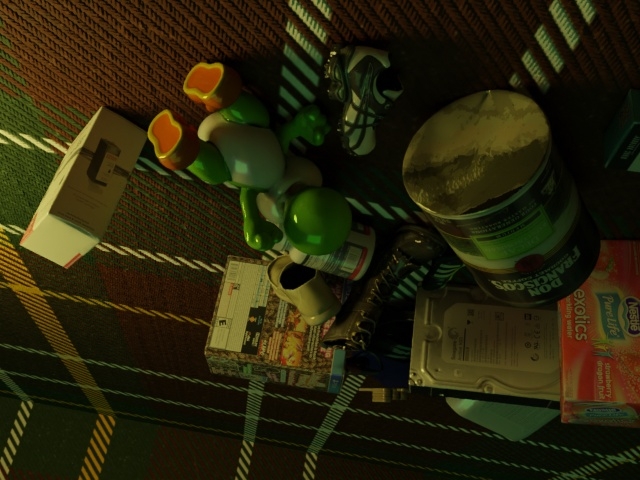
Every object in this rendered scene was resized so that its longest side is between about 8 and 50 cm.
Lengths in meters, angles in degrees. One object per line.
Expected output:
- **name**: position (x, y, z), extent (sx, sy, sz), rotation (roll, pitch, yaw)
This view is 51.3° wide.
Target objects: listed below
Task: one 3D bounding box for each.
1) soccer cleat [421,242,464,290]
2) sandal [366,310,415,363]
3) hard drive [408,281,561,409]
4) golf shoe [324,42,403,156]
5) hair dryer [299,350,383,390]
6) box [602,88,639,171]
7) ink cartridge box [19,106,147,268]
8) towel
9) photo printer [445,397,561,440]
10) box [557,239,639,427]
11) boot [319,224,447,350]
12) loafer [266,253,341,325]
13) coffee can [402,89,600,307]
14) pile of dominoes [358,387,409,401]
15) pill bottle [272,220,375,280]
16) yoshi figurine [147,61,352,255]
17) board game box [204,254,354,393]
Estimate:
- **soccer cleat**: position (0.239, 0.041, 1.287), extent (0.072, 0.060, 0.179), rotation (29, 141, -11)
- **sandal**: position (0.141, 0.235, 1.576), extent (0.446, 0.107, 0.167), rotation (-5, 160, 30)
- **hard drive**: position (0.357, 0.209, 1.357), extent (0.339, 0.236, 0.064), rotation (4, 150, 12)
- **golf shoe**: position (0.069, -0.183, 0.913), extent (0.094, 0.077, 0.198), rotation (1, 151, 15)
- **hair dryer**: position (0.009, 0.288, 1.604), extent (0.224, 0.080, 0.293), rotation (8, -167, 28)
- **box**: position (0.514, -0.132, 0.880), extent (0.244, 0.060, 0.100), rotation (8, 151, 3)
- **ink cartridge box**: position (-0.380, -0.085, 1.078), extent (0.092, 0.217, 0.159), rotation (32, 144, -25)
- **towel**: position (0.258, 0.307, 1.740), extent (0.308, 0.076, 0.227), rotation (-12, 137, 35)
- **photo printer**: position (0.467, 0.356, 1.630), extent (0.308, 0.107, 0.256), rotation (30, 116, -32)
- **box**: position (0.494, 0.158, 1.157), extent (0.154, 0.299, 0.142), rotation (0, 150, 18)
- **boot**: position (0.112, 0.102, 1.224), extent (0.091, 0.229, 0.263), rotation (35, 150, -15)
- **loafer**: position (-0.041, 0.074, 1.309), extent (0.268, 0.102, 0.092), rotation (33, 151, 61)
- **coffee can**: position (0.266, -0.051, 0.958), extent (0.202, 0.201, 0.275), rotation (-10, 145, 31)
- **pile of dominoes**: position (0.261, 0.455, 1.949), extent (0.251, 0.040, 0.196), rotation (10, 164, -31)
- **pill bottle**: position (0.000, 0.000, 1.226), extent (0.180, 0.107, 0.108), rotation (18, 150, -13)
- **yoshi figurine**: position (-0.066, -0.092, 1.003), extent (0.204, 0.203, 0.362), rotation (-18, 144, 30)
- **board game box**: position (-0.080, 0.184, 1.451), extent (0.291, 0.232, 0.141), rotation (9, 152, 2)
